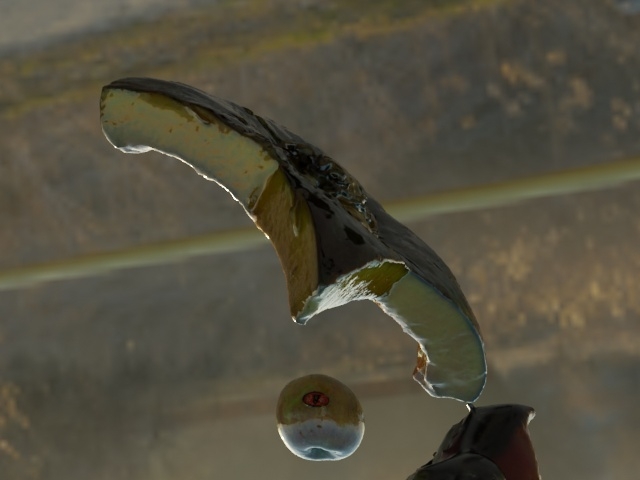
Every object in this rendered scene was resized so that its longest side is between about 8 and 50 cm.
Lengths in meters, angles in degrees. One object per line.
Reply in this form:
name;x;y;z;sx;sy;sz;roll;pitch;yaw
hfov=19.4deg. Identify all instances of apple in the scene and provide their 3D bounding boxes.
apple;0.000;0.161;1.705;0.084;0.071;0.084;5;155;2

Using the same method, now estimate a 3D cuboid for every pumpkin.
pumpkin;-0.003;-0.010;1.392;0.095;0.258;0.290;-48;150;9

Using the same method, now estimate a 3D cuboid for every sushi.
sushi;0.063;0.172;0.958;0.097;0.103;0.226;-26;-167;31
